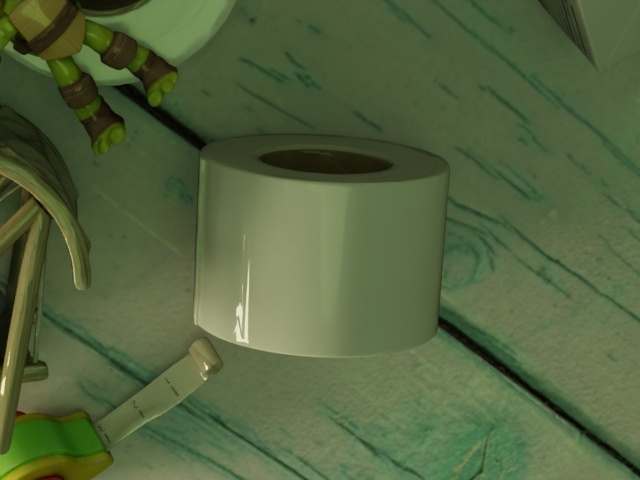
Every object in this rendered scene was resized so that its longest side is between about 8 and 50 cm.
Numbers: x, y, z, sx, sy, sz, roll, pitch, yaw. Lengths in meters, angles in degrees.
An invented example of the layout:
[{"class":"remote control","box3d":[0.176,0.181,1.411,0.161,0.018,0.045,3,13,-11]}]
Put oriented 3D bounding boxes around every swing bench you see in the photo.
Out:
[{"class":"swing bench","box3d":[-0.311,0.022,1.658,0.165,0.253,0.255,27,99,-16]}]

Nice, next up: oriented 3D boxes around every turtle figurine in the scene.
[{"class":"turtle figurine","box3d":[-0.249,-0.180,1.599,0.269,0.087,0.217,-49,117,-10]}]

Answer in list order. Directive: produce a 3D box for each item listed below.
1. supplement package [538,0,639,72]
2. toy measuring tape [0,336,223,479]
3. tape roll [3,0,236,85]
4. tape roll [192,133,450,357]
[{"class":"supplement package","box3d":[0.293,-0.332,1.673,0.204,0.145,0.262,-30,140,-2]},{"class":"toy measuring tape","box3d":[-0.253,0.195,1.781,0.330,0.121,0.121,-35,107,1]},{"class":"tape roll","box3d":[-0.211,-0.294,1.675,0.286,0.100,0.286,-2,105,-9]},{"class":"tape roll","box3d":[0.000,0.000,1.712,0.246,0.246,0.169,0,104,-10]}]
